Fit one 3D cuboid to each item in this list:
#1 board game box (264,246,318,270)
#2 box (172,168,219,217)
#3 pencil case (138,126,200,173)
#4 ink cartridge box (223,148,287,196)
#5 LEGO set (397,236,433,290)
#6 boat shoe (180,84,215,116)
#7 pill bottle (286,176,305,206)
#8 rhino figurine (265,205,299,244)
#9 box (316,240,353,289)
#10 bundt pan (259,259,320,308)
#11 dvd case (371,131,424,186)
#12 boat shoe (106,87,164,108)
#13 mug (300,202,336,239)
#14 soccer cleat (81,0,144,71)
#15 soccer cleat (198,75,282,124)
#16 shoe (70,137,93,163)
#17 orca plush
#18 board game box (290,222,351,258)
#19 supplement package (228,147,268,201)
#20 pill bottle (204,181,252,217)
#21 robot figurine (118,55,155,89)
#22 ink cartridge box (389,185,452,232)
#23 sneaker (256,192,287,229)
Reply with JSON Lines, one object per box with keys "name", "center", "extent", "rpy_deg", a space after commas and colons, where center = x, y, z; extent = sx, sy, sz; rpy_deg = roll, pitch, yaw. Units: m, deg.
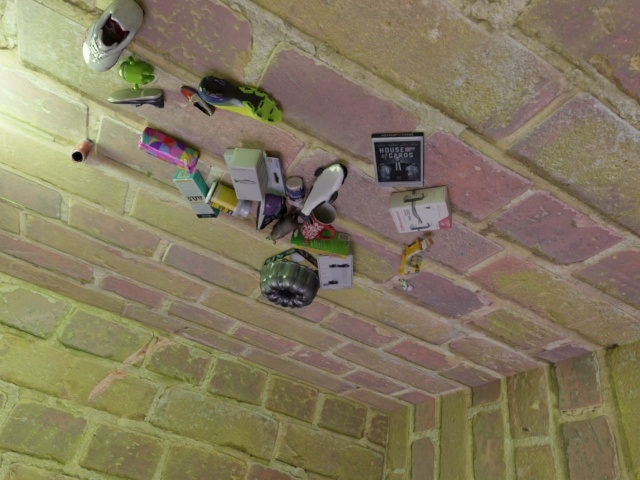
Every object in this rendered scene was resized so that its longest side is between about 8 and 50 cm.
{"name": "board game box", "center": [-0.147, 0.120, 2.236], "extent": [0.243, 0.042, 0.165], "rpy_deg": [-22, 131, 37]}
{"name": "box", "center": [-0.534, -0.199, 1.913], "extent": [0.100, 0.060, 0.244], "rpy_deg": [-1, 141, 17]}
{"name": "pencil case", "center": [-0.583, -0.347, 1.702], "extent": [0.236, 0.104, 0.104], "rpy_deg": [25, 142, -14]}
{"name": "ink cartridge box", "center": [-0.251, -0.267, 1.752], "extent": [0.224, 0.045, 0.223], "rpy_deg": [5, 143, 9]}
{"name": "LEGO set", "center": [0.442, 0.085, 1.969], "extent": [0.107, 0.132, 0.287], "rpy_deg": [7, 123, -21]}
{"name": "boat shoe", "center": [-0.428, -0.483, 1.523], "extent": [0.137, 0.043, 0.049], "rpy_deg": [35, 140, -26]}
{"name": "pill bottle", "center": [-0.099, -0.195, 1.784], "extent": [0.067, 0.067, 0.120], "rpy_deg": [4, 143, 11]}
{"name": "rhino figurine", "center": [-0.175, -0.054, 1.959], "extent": [0.073, 0.106, 0.243], "rpy_deg": [31, 140, -22]}
{"name": "box", "center": [0.073, 0.125, 2.116], "extent": [0.169, 0.087, 0.290], "rpy_deg": [-4, 142, 3]}
{"name": "bundt pan", "center": [-0.166, 0.247, 2.270], "extent": [0.330, 0.124, 0.331], "rpy_deg": [7, 144, 5]}
{"name": "dvd case", "center": [0.282, -0.286, 1.585], "extent": [0.179, 0.030, 0.239], "rpy_deg": [1, 143, 14]}
{"name": "boat shoe", "center": [-0.651, -0.492, 1.551], "extent": [0.206, 0.075, 0.065], "rpy_deg": [0, 139, 9]}
{"name": "mug", "center": [-0.013, -0.063, 1.876], "extent": [0.113, 0.150, 0.169], "rpy_deg": [0, 155, -26]}
{"name": "soccer cleat", "center": [-0.661, -0.609, 1.340], "extent": [0.331, 0.143, 0.116], "rpy_deg": [-24, 130, 39]}
{"name": "soccer cleat", "center": [-0.267, -0.467, 1.482], "extent": [0.289, 0.093, 0.121], "rpy_deg": [19, 174, -16]}
{"name": "shoe", "center": [-1.012, -0.355, 1.831], "extent": [0.063, 0.081, 0.178], "rpy_deg": [36, 137, -28]}
{"name": "orca plush", "center": [0.031, -0.182, 1.724], "extent": [0.102, 0.151, 0.287], "rpy_deg": [-2, 128, -46]}
{"name": "board game box", "center": [0.000, 0.000, 1.965], "extent": [0.259, 0.124, 0.039], "rpy_deg": [14, 144, -2]}
{"name": "supplement package", "center": [-0.268, -0.247, 1.655], "extent": [0.105, 0.105, 0.179], "rpy_deg": [6, 143, 8]}
{"name": "pill bottle", "center": [-0.390, -0.169, 1.874], "extent": [0.184, 0.103, 0.103], "rpy_deg": [25, 142, -17]}
{"name": "robot figurine", "center": [-0.614, -0.557, 1.458], "extent": [0.115, 0.067, 0.101], "rpy_deg": [11, 133, 3]}
{"name": "ink cartridge box", "center": [0.394, -0.118, 1.722], "extent": [0.218, 0.092, 0.158], "rpy_deg": [-4, 140, 24]}
{"name": "sneaker", "center": [-0.208, -0.111, 1.876], "extent": [0.124, 0.107, 0.283], "rpy_deg": [4, 162, -11]}
